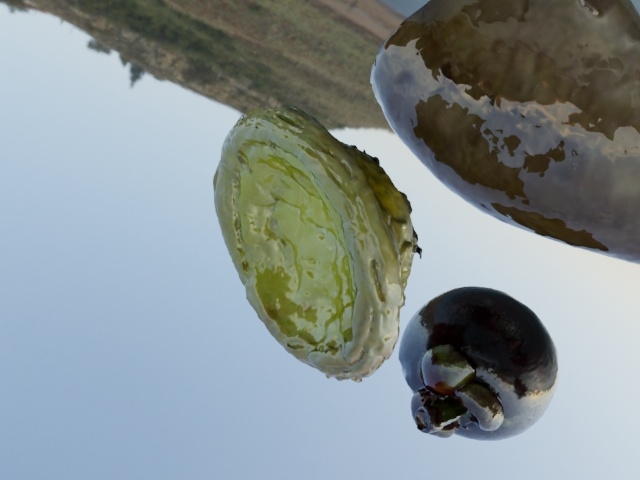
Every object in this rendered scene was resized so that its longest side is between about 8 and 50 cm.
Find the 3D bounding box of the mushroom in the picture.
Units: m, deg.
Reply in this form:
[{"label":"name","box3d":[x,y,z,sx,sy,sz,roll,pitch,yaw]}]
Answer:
[{"label":"mushroom","box3d":[0.255,-0.119,0.759,0.224,0.313,0.397,27,-140,-63]}]

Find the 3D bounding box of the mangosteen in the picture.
[{"label":"mangosteen","box3d":[0.208,0.186,0.906,0.228,0.228,0.265,35,-142,16]}]

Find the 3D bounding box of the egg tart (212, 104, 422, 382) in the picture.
[{"label":"egg tart","box3d":[0.000,0.000,0.794,0.132,0.345,0.345,-23,-130,-36]}]
